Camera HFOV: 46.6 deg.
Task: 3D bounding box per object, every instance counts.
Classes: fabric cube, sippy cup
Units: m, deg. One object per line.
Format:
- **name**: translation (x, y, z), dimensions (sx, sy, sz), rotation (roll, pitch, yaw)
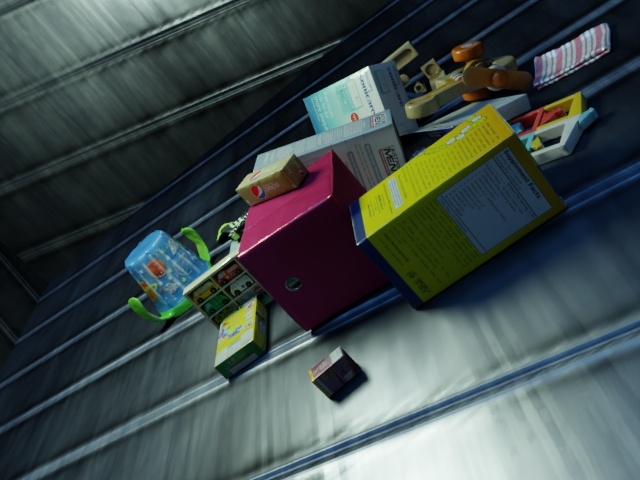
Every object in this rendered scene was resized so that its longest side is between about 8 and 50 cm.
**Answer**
- **fabric cube**: translation (0.000, 0.000, 1.700), dimensions (0.258, 0.254, 0.259), rotation (-33, 23, 18)
- **sippy cup**: translation (-0.495, 0.095, 2.384), dimensions (0.240, 0.224, 0.305), rotation (-37, 22, 13)

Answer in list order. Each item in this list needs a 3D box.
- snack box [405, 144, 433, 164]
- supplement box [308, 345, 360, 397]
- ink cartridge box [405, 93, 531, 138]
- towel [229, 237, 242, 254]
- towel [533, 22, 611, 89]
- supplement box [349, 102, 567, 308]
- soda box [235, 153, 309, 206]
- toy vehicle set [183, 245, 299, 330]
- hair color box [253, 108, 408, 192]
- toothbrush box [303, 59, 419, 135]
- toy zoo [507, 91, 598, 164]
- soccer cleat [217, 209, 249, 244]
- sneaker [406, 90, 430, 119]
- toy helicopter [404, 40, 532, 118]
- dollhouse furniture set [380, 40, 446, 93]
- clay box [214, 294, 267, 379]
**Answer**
- **snack box**: translation (0.259, -0.143, 1.769), dimensions (0.174, 0.070, 0.207), rotation (-7, 42, 52)
- **supplement box**: translation (0.026, 0.256, 1.447), dimensions (0.083, 0.055, 0.043), rotation (-39, 22, 5)
- **ink cartridge box**: translation (0.354, -0.287, 1.799), dimensions (0.224, 0.045, 0.223), rotation (-25, 13, -19)
- **towel**: translation (-0.105, -0.024, 2.105), dimensions (0.321, 0.090, 0.374), rotation (-27, 25, 12)
- **towel**: translation (0.609, -0.450, 1.805), dimensions (0.197, 0.029, 0.144), rotation (-27, 27, 33)
- **supplement box**: translation (0.260, -0.069, 1.468), dimensions (0.357, 0.194, 0.195), rotation (-36, 23, 15)
- **soda box**: translation (-0.114, -0.139, 1.731), dimensions (0.181, 0.058, 0.061), rotation (-18, 30, 46)
- **toy vehicle set**: translation (-0.206, 0.115, 1.942), dimensions (0.267, 0.166, 0.035), rotation (-37, 23, 15)
- **hair color box**: translation (0.036, -0.181, 1.926), dimensions (0.375, 0.185, 0.113), rotation (-17, 27, 12)
- **toothbrush box**: translation (0.117, -0.377, 2.205), dimensions (0.126, 0.216, 0.296), rotation (-25, 7, -42)
- **toy zoo**: translation (0.469, -0.226, 1.624), dimensions (0.293, 0.030, 0.192), rotation (-20, 31, 44)
- **soccer cleat**: translation (-0.221, -0.036, 2.101), dimensions (0.179, 0.060, 0.072), rotation (-25, 35, 33)
- **sneaker**: translation (0.288, -0.414, 2.242), dimensions (0.098, 0.083, 0.223), rotation (-23, 25, -8)
- **toy helicopter**: translation (0.361, -0.384, 1.860), dimensions (0.355, 0.140, 0.235), rotation (-32, 27, -28)
- **dollhouse furniture set**: translation (0.289, -0.518, 2.300), dimensions (0.144, 0.151, 0.123), rotation (-36, 23, 20)
- **clay box**: translation (-0.195, 0.234, 1.857), dimensions (0.127, 0.053, 0.222), rotation (-36, 22, 15)
